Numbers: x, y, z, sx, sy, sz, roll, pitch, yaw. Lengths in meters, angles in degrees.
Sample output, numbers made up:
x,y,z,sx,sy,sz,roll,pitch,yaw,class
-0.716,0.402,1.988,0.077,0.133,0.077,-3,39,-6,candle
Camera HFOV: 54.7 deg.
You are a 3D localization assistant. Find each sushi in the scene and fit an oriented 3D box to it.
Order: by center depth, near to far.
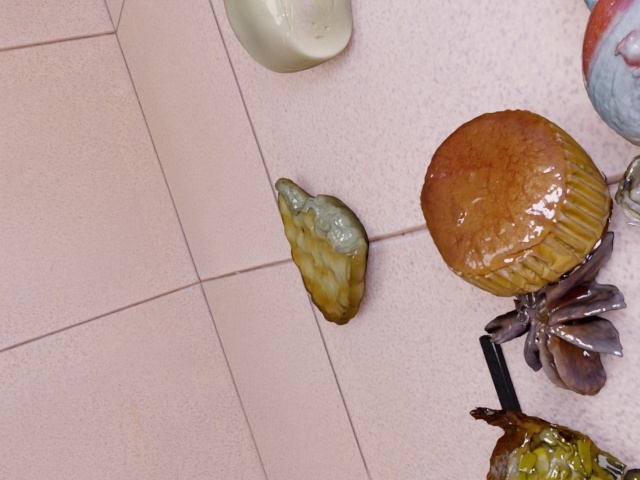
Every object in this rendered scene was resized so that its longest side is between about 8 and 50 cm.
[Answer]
x,y,z,sx,sy,sz,roll,pitch,yaw,class
0.302,0.329,0.762,0.179,0.166,0.297,82,171,-79,sushi

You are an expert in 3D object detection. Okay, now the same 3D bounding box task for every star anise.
x,y,z,sx,sy,sz,roll,pitch,yaw,class
0.269,0.079,0.727,0.237,0.093,0.229,64,149,6,star anise

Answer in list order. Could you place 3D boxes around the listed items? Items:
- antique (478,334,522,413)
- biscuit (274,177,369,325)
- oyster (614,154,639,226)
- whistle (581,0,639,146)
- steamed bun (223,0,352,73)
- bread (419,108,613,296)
x,y,z,sx,sy,sz,roll,pitch,yaw,class
0.273,0.230,0.901,0.031,0.015,0.192,-16,93,65,antique
0.000,0.000,1.236,0.335,0.078,0.329,63,157,17,biscuit
0.333,-0.043,0.537,0.177,0.056,0.106,-14,79,60,oyster
0.256,-0.199,0.473,0.189,0.189,0.348,112,144,-55,whistle
-0.058,-0.393,0.973,0.200,0.154,0.250,12,121,62,steamed bun
0.195,-0.044,0.662,0.199,0.104,0.199,-27,52,41,bread
